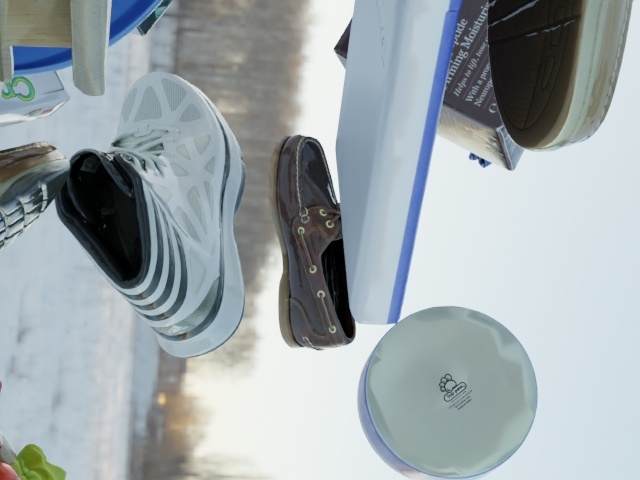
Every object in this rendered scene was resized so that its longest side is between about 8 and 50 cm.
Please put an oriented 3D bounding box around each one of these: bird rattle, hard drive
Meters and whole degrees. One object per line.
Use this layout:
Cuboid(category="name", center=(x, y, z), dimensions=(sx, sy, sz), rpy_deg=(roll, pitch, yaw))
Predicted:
Cuboid(category="bird rattle", center=(-0.434, 0.306, 1.832), dimensions=(0.207, 0.143, 0.253), rpy_deg=(-104, -176, -49))
Cuboid(category="hard drive", center=(0.051, -0.122, 0.971), dimensions=(0.318, 0.040, 0.210), rpy_deg=(97, -8, -46))

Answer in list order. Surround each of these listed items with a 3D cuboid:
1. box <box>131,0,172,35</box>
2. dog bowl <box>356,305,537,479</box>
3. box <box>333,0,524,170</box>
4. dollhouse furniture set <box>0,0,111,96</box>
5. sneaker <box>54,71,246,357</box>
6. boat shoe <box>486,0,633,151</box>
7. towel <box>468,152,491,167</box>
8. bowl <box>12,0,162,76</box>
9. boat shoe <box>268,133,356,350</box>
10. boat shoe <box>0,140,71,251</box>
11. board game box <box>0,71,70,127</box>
Cuboid(category="box", center=(-0.294, -0.327, 1.215), dimensions=(0.058, 0.232, 0.322), rpy_deg=(-57, 142, -21))
Cuboid(category="dog bowl", center=(0.191, 0.235, 2.060), dimensions=(0.104, 0.265, 0.264), rpy_deg=(106, -14, -74))
Cuboid(category="box", center=(0.153, -0.206, 1.465), dimensions=(0.168, 0.203, 0.167), rpy_deg=(-61, 163, -4))
Cuboid(category="dollhouse furniture set", center=(-0.183, -0.112, 0.502), dimensions=(0.161, 0.212, 0.242), rpy_deg=(-95, -171, -46))
Cuboid(category="sneaker", center=(-0.215, -0.095, 1.719), dimensions=(0.257, 0.169, 0.447), rpy_deg=(54, 19, -51))
Cuboid(category="boat shoe", center=(0.201, -0.219, 0.953), dimensions=(0.122, 0.110, 0.341), rpy_deg=(-13, -115, 62))
Cuboid(category="towel", center=(0.294, -0.267, 1.722), dimensions=(0.040, 0.243, 0.336), rpy_deg=(41, -34, 31))
Cuboid(category="bowl", center=(-0.237, -0.313, 0.969), dimensions=(0.077, 0.391, 0.391), rpy_deg=(23, -66, 45))
Cuboid(category="boat shoe", center=(0.000, 0.000, 1.284), dimensions=(0.073, 0.073, 0.206), rpy_deg=(-7, -91, 40))
Cuboid(category="boat shoe", center=(-0.356, -0.030, 1.182), dimensions=(0.324, 0.120, 0.122), rpy_deg=(-33, 168, -51))
Cuboid(category="board game box", center=(-0.414, -0.190, 1.355), dimensions=(0.053, 0.305, 0.193), rpy_deg=(-30, -95, 40))
